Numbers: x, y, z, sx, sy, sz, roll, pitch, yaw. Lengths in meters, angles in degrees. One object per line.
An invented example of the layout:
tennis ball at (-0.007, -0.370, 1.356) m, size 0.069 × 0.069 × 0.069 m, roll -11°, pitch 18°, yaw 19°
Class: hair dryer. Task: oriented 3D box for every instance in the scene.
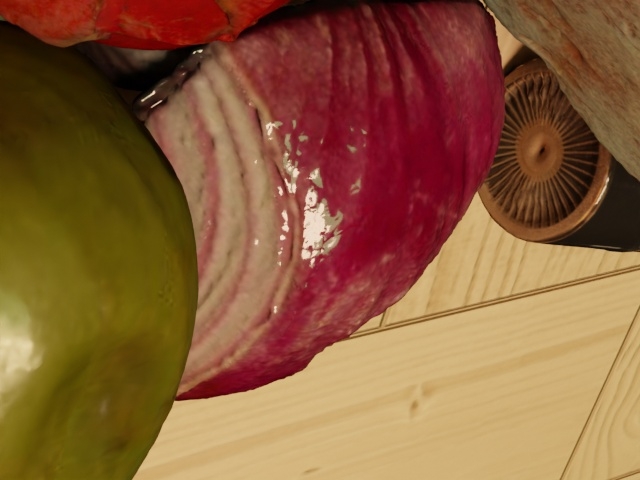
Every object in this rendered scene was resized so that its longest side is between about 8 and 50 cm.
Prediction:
hair dryer at (0.238, -0.149, 0.871) m, size 0.189 × 0.107 × 0.352 m, roll 5°, pitch 118°, yaw -42°

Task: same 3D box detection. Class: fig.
fig at (-0.139, 0.022, 0.595) m, size 0.207 × 0.207 × 0.230 m, roll -42°, pitch 115°, yaw 1°

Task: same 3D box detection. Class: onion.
onion at (0.000, 0.000, 0.748) m, size 0.247 × 0.111 × 0.250 m, roll -9°, pitch 147°, yaw -46°

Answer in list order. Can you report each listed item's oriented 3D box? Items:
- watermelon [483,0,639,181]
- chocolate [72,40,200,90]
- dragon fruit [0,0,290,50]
watermelon at (0.216, -0.102, 0.717) m, size 0.387 × 0.228 × 0.258 m, roll 2°, pitch 115°, yaw -15°
chocolate at (-0.039, -0.126, 0.672) m, size 0.167 × 0.072 × 0.072 m, roll -42°, pitch 143°, yaw -3°
dragon fruit at (-0.061, -0.150, 0.551) m, size 0.209 × 0.172 × 0.172 m, roll -4°, pitch 130°, yaw -38°
